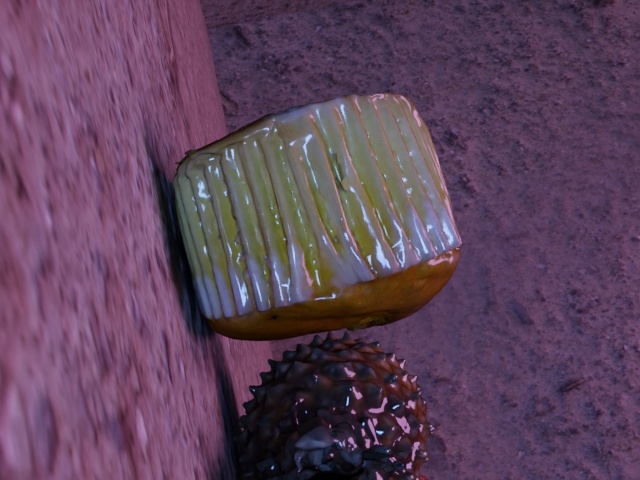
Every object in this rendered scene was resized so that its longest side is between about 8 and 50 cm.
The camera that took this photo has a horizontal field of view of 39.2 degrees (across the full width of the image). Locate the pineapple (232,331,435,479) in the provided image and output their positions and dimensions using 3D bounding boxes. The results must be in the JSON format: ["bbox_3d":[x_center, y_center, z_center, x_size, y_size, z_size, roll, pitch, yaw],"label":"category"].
[{"bbox_3d":[0.008,0.154,0.679,0.361,0.175,0.175,60,17,-82],"label":"pineapple"}]

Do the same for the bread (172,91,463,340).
[{"bbox_3d":[0.000,0.000,0.691,0.288,0.204,0.156,139,-65,-82],"label":"bread"}]

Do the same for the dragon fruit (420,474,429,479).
[{"bbox_3d":[0.054,0.350,0.953,0.210,0.205,0.268,-47,160,-51],"label":"dragon fruit"}]
